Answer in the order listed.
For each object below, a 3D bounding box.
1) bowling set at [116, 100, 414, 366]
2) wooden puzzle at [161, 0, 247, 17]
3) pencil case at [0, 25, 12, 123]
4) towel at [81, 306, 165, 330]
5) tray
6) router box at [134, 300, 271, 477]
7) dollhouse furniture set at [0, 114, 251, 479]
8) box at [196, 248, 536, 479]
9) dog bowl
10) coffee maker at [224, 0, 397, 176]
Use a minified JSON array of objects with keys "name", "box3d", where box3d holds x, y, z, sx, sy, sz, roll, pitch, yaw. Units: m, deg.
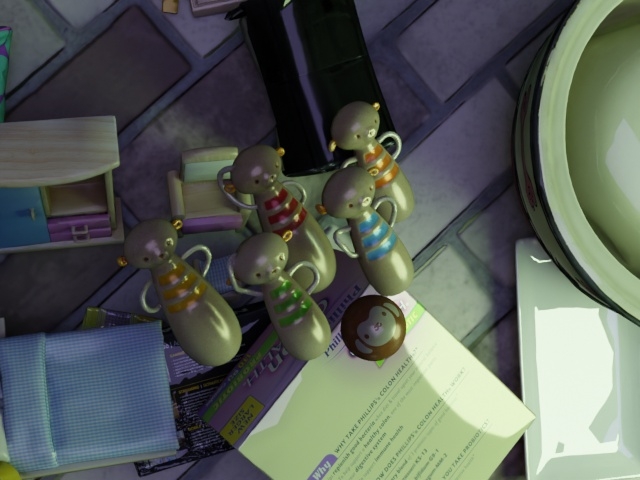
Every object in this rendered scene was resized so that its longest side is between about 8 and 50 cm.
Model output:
[{"name":"bowling set","box3d":[0.000,0.000,0.978,0.287,0.200,0.154,-40,123,-18]},{"name":"wooden puzzle","box3d":[-0.104,-0.265,1.167,0.116,0.014,0.079,-6,99,-10]},{"name":"pencil case","box3d":[-0.330,-0.130,1.104,0.064,0.070,0.152,4,93,-11]},{"name":"towel","box3d":[-0.200,0.101,1.172,0.083,0.009,0.060,13,92,-11]},{"name":"tray","box3d":[0.279,0.126,1.252,0.145,0.030,0.271,-4,94,-9]},{"name":"router box","box3d":[-0.112,0.146,1.166,0.178,0.046,0.133,-14,97,-14]},{"name":"dollhouse furniture set","box3d":[-0.185,0.070,1.027,0.286,0.198,0.304,-6,72,-10]},{"name":"box","box3d":[0.046,0.170,1.133,0.243,0.117,0.213,43,80,-24]},{"name":"dog bowl","box3d":[0.377,-0.094,1.178,0.407,0.150,0.408,1,87,-13]},{"name":"coffee maker","box3d":[-0.004,-0.156,1.110,0.120,0.171,0.178,-20,96,-7]}]
